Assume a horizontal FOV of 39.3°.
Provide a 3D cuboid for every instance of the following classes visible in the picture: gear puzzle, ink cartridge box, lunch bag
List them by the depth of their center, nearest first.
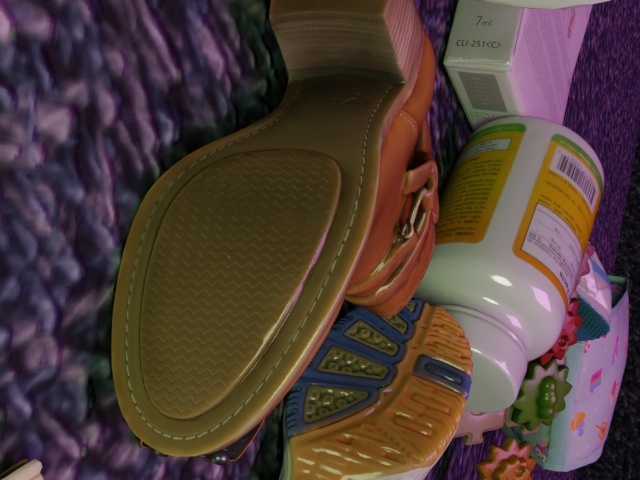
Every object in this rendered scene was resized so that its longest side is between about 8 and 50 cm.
[{"bbox_3d":[0.211,-0.221,0.895,0.296,0.066,0.261,42,61,-64],"label":"ink cartridge box"},{"bbox_3d":[0.211,0.144,0.961,0.175,0.044,0.338,-3,107,-28],"label":"gear puzzle"},{"bbox_3d":[0.337,0.169,1.240,0.262,0.160,0.223,-32,130,-67],"label":"lunch bag"}]

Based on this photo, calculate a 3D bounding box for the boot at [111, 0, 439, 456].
[{"bbox_3d":[0.000,0.000,0.491,0.220,0.109,0.283,64,35,-60],"label":"boot"}]

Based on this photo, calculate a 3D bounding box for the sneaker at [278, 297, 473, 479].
[{"bbox_3d":[0.012,0.170,0.597,0.131,0.112,0.296,99,17,-52],"label":"sneaker"}]

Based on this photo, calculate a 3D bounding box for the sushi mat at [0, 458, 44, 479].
[{"bbox_3d":[-0.182,0.196,0.239,0.316,0.019,0.151,-32,127,-60],"label":"sushi mat"}]

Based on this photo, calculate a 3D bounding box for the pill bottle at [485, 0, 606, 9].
[{"bbox_3d":[0.100,-0.285,0.301,0.407,0.229,0.229,81,28,-60],"label":"pill bottle"}]

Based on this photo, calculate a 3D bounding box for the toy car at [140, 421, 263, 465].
[{"bbox_3d":[-0.069,0.115,0.463,0.040,0.060,0.122,-118,-144,-49],"label":"toy car"}]

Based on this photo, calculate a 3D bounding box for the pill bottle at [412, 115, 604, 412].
[{"bbox_3d":[0.153,0.020,0.776,0.136,0.136,0.245,74,35,-46],"label":"pill bottle"}]

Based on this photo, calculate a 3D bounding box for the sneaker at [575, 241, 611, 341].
[{"bbox_3d":[0.265,0.017,1.045,0.228,0.087,0.092,50,40,-29],"label":"sneaker"}]
